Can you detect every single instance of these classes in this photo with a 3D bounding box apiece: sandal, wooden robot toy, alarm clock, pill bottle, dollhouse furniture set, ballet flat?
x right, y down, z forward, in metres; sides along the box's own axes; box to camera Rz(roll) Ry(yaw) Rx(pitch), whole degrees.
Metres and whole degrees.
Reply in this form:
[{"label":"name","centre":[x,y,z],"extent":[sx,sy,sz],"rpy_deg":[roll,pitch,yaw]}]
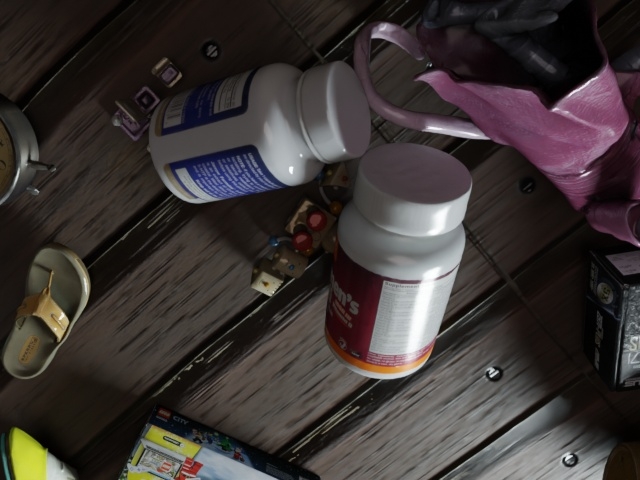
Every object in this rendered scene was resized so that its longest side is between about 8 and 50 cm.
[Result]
[{"label":"sandal","centre":[-0.316,0.088,0.661],"extent":[0.072,0.049,0.180],"rpy_deg":[27,104,-9]},{"label":"wooden robot toy","centre":[0.000,0.000,0.635],"extent":[0.079,0.076,0.173],"rpy_deg":[30,104,-21]},{"label":"alarm clock","centre":[-0.373,-0.108,0.595],"extent":[0.129,0.064,0.192],"rpy_deg":[-41,105,10]},{"label":"pill bottle","centre":[-0.055,-0.101,0.544],"extent":[0.187,0.112,0.112],"rpy_deg":[-7,109,30]},{"label":"dollhouse furniture set","centre":[-0.151,-0.110,0.589],"extent":[0.091,0.081,0.114],"rpy_deg":[-41,103,10]},{"label":"ballet flat","centre":[-0.337,0.323,0.727],"extent":[0.077,0.077,0.230],"rpy_deg":[-6,111,-22]},{"label":"pill bottle","centre":[0.072,0.024,0.578],"extent":[0.121,0.121,0.221],"rpy_deg":[4,129,-2]}]

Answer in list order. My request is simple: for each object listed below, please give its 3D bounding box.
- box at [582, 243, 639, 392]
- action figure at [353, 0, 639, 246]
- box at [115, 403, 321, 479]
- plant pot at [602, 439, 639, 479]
[{"label":"box","centre":[0.395,0.075,0.644],"extent":[0.180,0.077,0.147],"rpy_deg":[-9,119,1]},{"label":"action figure","centre":[0.237,-0.087,0.551],"extent":[0.276,0.248,0.370],"rpy_deg":[-20,138,39]},{"label":"box","centre":[-0.138,0.324,0.737],"extent":[0.233,0.044,0.159],"rpy_deg":[28,104,-9]},{"label":"plant pot","centre":[0.473,0.325,0.673],"extent":[0.254,0.237,0.237],"rpy_deg":[10,106,9]}]
